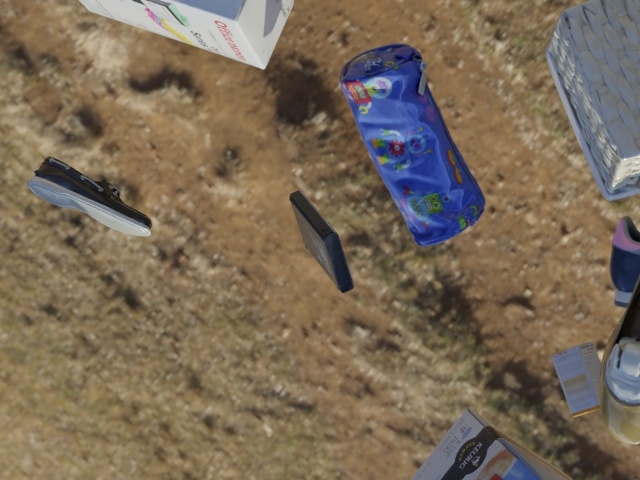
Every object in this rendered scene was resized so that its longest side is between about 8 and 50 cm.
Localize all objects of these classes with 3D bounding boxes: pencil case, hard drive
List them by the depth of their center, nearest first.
[{"bbox_3d":[0.000,0.000,1.449,0.135,0.022,0.094,50,163,55],"label":"hard drive"},{"bbox_3d":[0.138,-0.141,1.565,0.133,0.119,0.306,-11,116,37],"label":"pencil case"}]

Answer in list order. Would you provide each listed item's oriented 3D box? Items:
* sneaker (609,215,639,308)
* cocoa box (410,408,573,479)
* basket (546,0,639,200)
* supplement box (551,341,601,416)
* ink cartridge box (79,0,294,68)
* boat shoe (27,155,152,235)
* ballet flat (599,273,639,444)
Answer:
[{"bbox_3d":[0.530,0.014,1.396,0.319,0.112,0.131,-7,93,27],"label":"sneaker"},{"bbox_3d":[0.295,0.440,1.477,0.347,0.231,0.228,37,-177,-24],"label":"cocoa box"},{"bbox_3d":[0.283,-0.138,0.974,0.103,0.113,0.167,57,-166,-72],"label":"basket"},{"bbox_3d":[0.390,0.206,1.608,0.062,0.036,0.098,-35,68,53],"label":"supplement box"},{"bbox_3d":[-0.193,-0.342,1.411,0.278,0.117,0.201,20,175,10],"label":"ink cartridge box"},{"bbox_3d":[-0.213,-0.042,1.023,0.125,0.038,0.046,22,157,7],"label":"boat shoe"},{"bbox_3d":[0.313,0.085,1.036,0.080,0.073,0.232,20,96,35],"label":"ballet flat"}]
